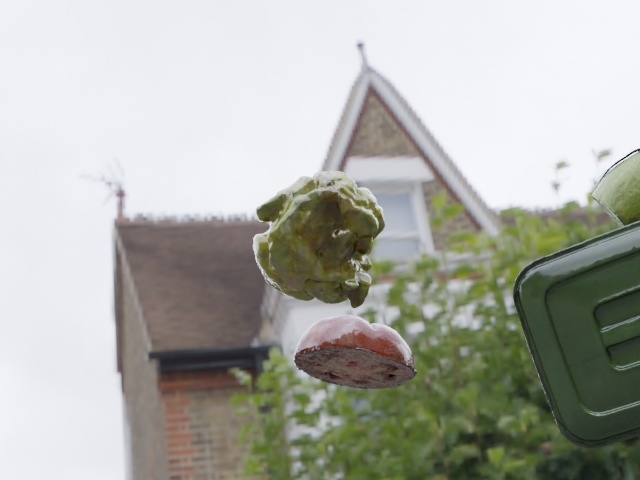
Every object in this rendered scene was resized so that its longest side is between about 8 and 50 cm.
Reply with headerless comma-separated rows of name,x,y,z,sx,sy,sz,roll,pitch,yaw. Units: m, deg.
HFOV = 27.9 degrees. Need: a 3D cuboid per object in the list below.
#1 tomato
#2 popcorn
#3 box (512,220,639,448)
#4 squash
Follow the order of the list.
tomato,0.066,0.199,2.322,0.225,0.085,0.225,7,-27,3
popcorn,0.000,0.000,1.781,0.187,0.185,0.167,-3,-22,23
box,0.443,0.107,1.653,0.328,0.253,0.178,-21,-14,19
squash,0.474,-0.040,1.806,0.085,0.192,0.184,-32,-15,-43
